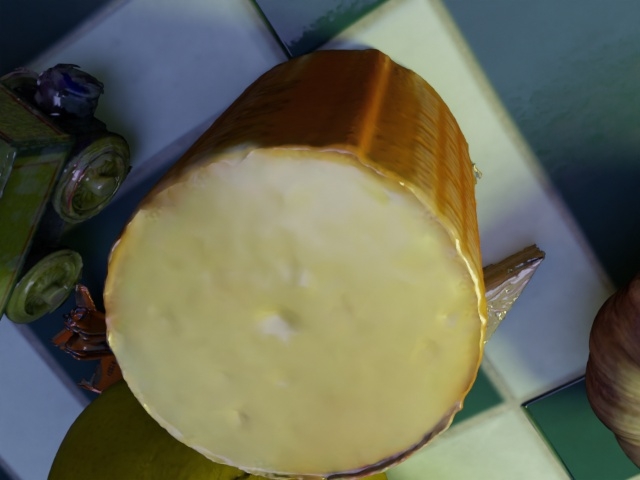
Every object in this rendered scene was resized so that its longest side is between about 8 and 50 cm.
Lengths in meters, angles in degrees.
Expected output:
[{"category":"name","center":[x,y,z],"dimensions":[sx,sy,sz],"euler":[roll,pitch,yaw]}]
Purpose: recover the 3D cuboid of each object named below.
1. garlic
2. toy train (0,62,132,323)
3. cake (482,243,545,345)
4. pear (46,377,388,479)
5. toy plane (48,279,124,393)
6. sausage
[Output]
[{"category":"garlic","center":[0.321,0.077,0.695],"dimensions":[0.245,0.160,0.244],"euler":[-6,123,-9]},{"category":"toy train","center":[-0.267,-0.026,0.700],"dimensions":[0.134,0.177,0.260],"euler":[36,114,16]},{"category":"cake","center":[0.151,0.051,0.758],"dimensions":[0.121,0.052,0.065],"euler":[-37,98,18]},{"category":"pear","center":[-0.089,0.221,0.710],"dimensions":[0.285,0.336,0.284],"euler":[-10,117,-20]},{"category":"toy plane","center":[-0.155,0.103,0.821],"dimensions":[0.188,0.062,0.135],"euler":[20,114,-16]},{"category":"sausage","center":[0.000,0.000,0.629],"dimensions":[0.233,0.287,0.233],"euler":[3,111,7]}]
